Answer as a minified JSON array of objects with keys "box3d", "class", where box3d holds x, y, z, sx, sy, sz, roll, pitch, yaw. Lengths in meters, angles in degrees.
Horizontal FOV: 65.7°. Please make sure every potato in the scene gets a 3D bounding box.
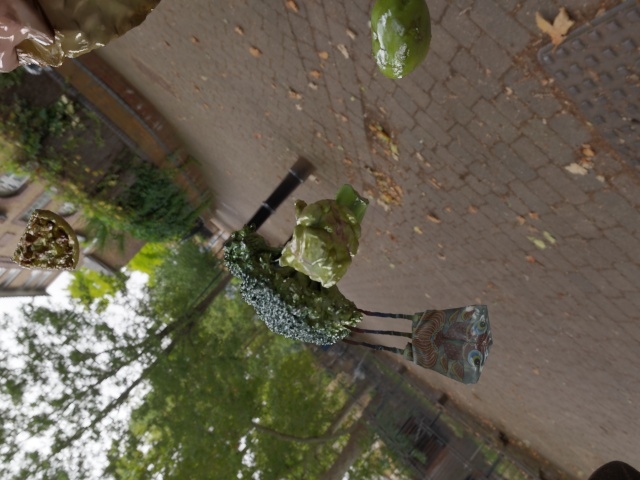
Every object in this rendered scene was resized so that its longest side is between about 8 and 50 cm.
[{"box3d":[0.206,-0.523,1.263,0.148,0.186,0.253,0,169,19],"class":"potato"}]

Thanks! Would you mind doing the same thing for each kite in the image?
[{"box3d":[0.144,0.140,0.757,0.229,0.127,0.016,6,142,29],"class":"kite"}]

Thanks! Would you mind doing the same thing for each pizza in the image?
[{"box3d":[-0.590,0.019,1.070,0.046,0.134,0.175,32,154,34],"class":"pizza"}]

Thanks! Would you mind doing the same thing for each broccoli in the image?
[{"box3d":[0.007,0.083,1.253,0.275,0.397,0.353,22,137,57],"class":"broccoli"}]

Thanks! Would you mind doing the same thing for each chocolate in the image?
[{"box3d":[0.489,0.407,0.777,0.148,0.125,0.080,8,126,23],"class":"chocolate"}]

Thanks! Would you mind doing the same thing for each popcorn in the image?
[{"box3d":[0.001,0.001,0.607,0.089,0.097,0.109,2,125,44],"class":"popcorn"}]

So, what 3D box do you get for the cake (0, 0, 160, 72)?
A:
[{"box3d":[-0.298,-0.288,0.317,0.314,0.293,0.307,15,154,14],"class":"cake"}]
